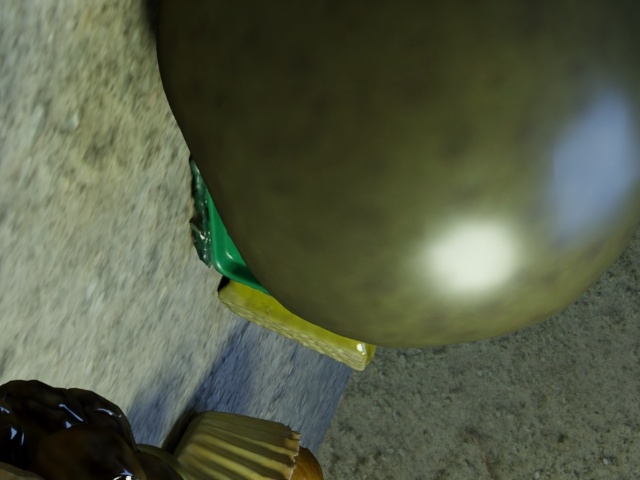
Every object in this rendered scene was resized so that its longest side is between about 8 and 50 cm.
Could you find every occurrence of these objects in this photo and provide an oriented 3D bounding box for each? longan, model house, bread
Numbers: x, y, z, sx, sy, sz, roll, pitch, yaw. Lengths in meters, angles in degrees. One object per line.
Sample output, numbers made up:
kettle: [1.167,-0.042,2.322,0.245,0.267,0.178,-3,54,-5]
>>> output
longan: [0.061,-0.104,0.778,0.361,0.361,0.361,20,90,-81]
model house: [-0.006,0.041,1.273,0.234,0.193,0.175,106,9,-45]
bread: [-0.103,0.355,1.409,0.389,0.183,0.236,94,21,-62]

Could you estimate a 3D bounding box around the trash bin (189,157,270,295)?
trash bin: [0.060,-0.128,1.093,0.295,0.259,0.381,92,24,-51]

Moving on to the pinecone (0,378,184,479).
pinecone: [-0.164,0.180,0.503,0.243,0.243,0.257,-66,-168,-24]

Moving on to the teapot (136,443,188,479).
teapot: [-0.161,0.323,1.092,0.185,0.175,0.268,-10,101,-49]
